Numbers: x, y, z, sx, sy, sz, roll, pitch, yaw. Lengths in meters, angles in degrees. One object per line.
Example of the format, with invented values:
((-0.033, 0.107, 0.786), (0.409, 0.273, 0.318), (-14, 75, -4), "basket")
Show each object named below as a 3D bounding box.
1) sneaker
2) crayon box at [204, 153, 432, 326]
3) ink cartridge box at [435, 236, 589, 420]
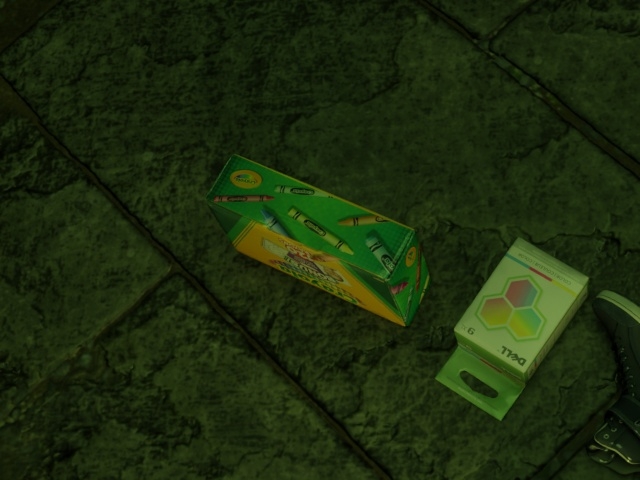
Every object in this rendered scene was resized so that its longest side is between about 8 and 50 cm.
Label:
((0.369, 0.180, 1.666), (0.163, 0.086, 0.226), (-34, 65, -7), "sneaker")
((0.000, 0.000, 1.787), (0.278, 0.165, 0.081), (23, 73, 22), "crayon box")
((0.244, 0.112, 1.738), (0.109, 0.062, 0.209), (32, 77, 23), "ink cartridge box")
